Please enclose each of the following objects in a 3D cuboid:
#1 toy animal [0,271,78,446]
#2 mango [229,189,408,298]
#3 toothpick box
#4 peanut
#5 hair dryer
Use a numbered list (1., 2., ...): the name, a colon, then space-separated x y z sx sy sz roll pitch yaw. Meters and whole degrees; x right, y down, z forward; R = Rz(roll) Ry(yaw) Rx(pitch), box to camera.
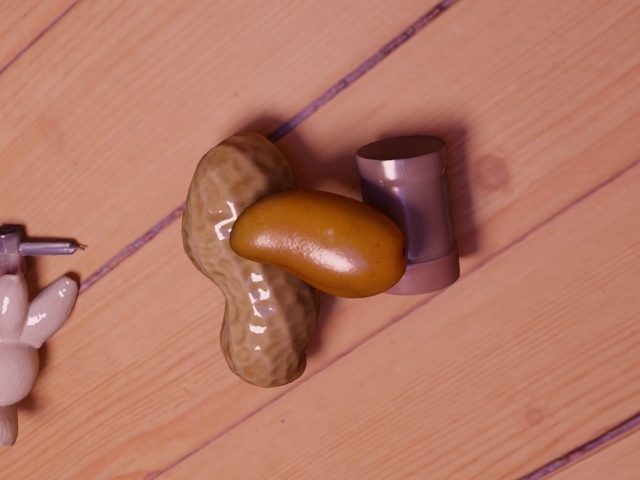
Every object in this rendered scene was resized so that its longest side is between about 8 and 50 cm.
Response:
1. toy animal: -0.385 0.128 1.423 0.103 0.131 0.221 23 91 -24
2. mango: 0.000 0.000 1.170 0.184 0.085 0.102 15 104 14
3. toothpick box: 0.093 -0.028 1.224 0.098 0.098 0.149 -2 110 16
4. peanut: -0.076 0.029 1.279 0.136 0.120 0.298 -8 108 13
5. hair dryer: -0.338 0.015 1.395 0.114 0.037 0.063 -1 112 8
